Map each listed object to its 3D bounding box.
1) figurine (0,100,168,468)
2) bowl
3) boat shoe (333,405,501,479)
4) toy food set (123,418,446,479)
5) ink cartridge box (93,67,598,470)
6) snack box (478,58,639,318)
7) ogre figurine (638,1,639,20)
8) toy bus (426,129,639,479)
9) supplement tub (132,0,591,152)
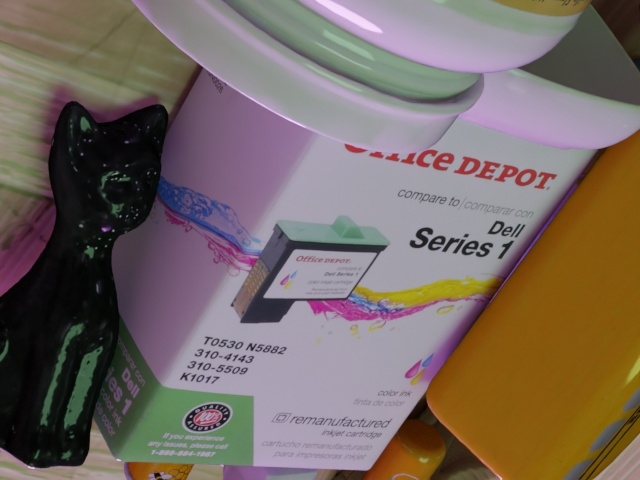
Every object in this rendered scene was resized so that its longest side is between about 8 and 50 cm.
[{"bbox_3d":[-0.184,0.016,0.898,0.215,0.092,0.209,2,115,-52],"label":"figurine"},{"bbox_3d":[0.101,-0.105,0.924,0.142,0.142,0.053,14,125,-35],"label":"bowl"},{"bbox_3d":[0.127,0.162,1.280,0.285,0.102,0.092,-37,146,14],"label":"boat shoe"},{"bbox_3d":[-0.042,0.150,1.141,0.232,0.111,0.104,0,131,-36],"label":"toy food set"},{"bbox_3d":[0.000,0.000,1.004,0.201,0.117,0.278,8,126,-39],"label":"ink cartridge box"},{"bbox_3d":[0.198,-0.022,1.147,0.175,0.070,0.207,-3,134,-31],"label":"snack box"},{"bbox_3d":[0.247,-0.204,0.968,0.197,0.096,0.118,-32,154,19],"label":"ogre figurine"},{"bbox_3d":[0.209,-0.004,1.002,0.130,0.108,0.332,-6,136,-58],"label":"toy bus"},{"bbox_3d":[0.061,-0.216,0.725,0.228,0.228,0.316,12,124,-40],"label":"supplement tub"}]
